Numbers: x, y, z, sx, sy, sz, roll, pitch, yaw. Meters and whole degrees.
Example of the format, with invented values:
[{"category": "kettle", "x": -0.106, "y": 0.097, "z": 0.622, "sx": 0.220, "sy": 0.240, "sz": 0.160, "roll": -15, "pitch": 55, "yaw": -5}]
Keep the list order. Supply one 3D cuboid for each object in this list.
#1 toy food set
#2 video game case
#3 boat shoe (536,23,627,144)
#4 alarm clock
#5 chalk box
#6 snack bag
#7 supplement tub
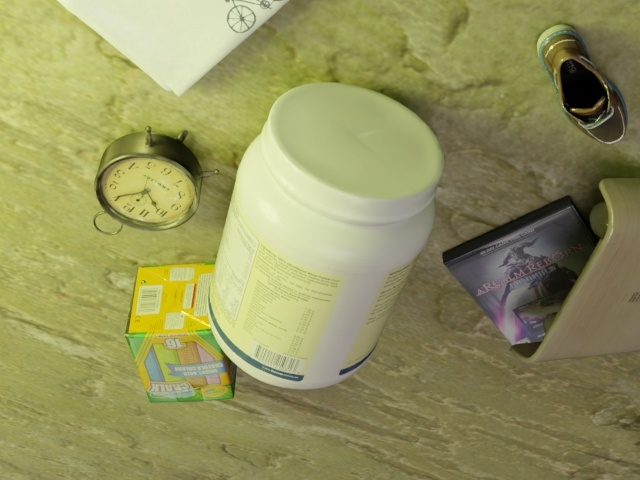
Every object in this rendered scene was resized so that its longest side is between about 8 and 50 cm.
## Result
[{"category": "toy food set", "x": 0.411, "y": 0.046, "z": 1.150, "sx": 0.219, "sy": 0.092, "sz": 0.306, "roll": -1, "pitch": 132, "yaw": -22}, {"category": "video game case", "x": 0.330, "y": 0.065, "z": 1.229, "sx": 0.196, "sy": 0.026, "sz": 0.274, "roll": -26, "pitch": 131, "yaw": 23}, {"category": "boat shoe", "x": 0.306, "y": -0.164, "z": 0.969, "sx": 0.066, "sy": 0.066, "sz": 0.183, "roll": -31, "pitch": 128, "yaw": 26}, {"category": "alarm clock", "x": -0.227, "y": -0.065, "z": 1.058, "sx": 0.129, "sy": 0.064, "sz": 0.192, "roll": 33, "pitch": 123, "yaw": -30}, {"category": "chalk box", "x": -0.192, "y": 0.152, "z": 1.229, "sx": 0.132, "sy": 0.132, "sz": 0.213, "roll": -4, "pitch": 136, "yaw": 3}, {"category": "snack bag", "x": -0.167, "y": -0.332, "z": 0.814, "sx": 0.323, "sy": 0.037, "sz": 0.342, "roll": -33, "pitch": 127, "yaw": 28}, {"category": "supplement tub", "x": 0.000, "y": 0.000, "z": 1.007, "sx": 0.235, "sy": 0.235, "sz": 0.325, "roll": 10, "pitch": 134, "yaw": -11}]
